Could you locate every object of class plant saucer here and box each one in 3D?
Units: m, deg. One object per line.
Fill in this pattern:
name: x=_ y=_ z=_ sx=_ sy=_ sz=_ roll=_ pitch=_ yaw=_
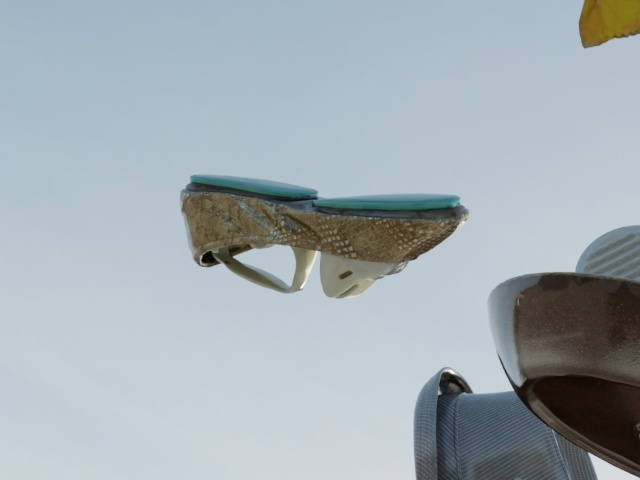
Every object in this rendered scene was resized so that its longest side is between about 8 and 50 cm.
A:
plant saucer: x=0.239 y=0.112 z=0.911 sx=0.310 sy=0.050 sz=0.310 roll=22 pitch=-16 yaw=6

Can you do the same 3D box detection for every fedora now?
fedora: x=0.168 y=0.235 z=1.247 sx=0.124 sy=0.275 sz=0.244 roll=-12 pitch=-13 yaw=17

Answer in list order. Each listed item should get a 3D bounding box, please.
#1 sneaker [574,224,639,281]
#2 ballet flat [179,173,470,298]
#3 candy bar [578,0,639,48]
sneaker: x=0.408 y=0.090 z=1.345 sx=0.366 sy=0.135 sz=0.150 roll=28 pitch=-10 yaw=44
ballet flat: x=0.000 y=0.000 z=0.886 sx=0.206 sy=0.073 sz=0.067 roll=7 pitch=-82 yaw=42
candy bar: x=0.105 y=-0.137 z=0.458 sx=0.018 sy=0.161 sz=0.040 roll=23 pitch=-19 yaw=-36
